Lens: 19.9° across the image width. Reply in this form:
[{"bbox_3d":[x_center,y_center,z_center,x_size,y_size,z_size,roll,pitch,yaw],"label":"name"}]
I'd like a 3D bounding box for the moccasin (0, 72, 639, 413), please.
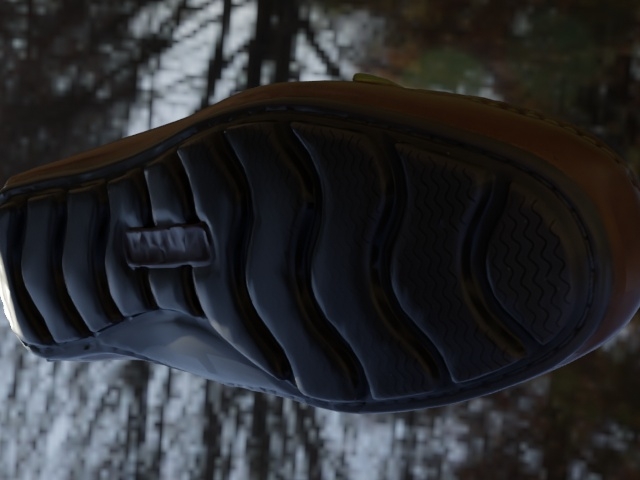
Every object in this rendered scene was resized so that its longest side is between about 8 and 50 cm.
[{"bbox_3d":[0.001,0.003,0.784,0.147,0.139,0.380,-15,-179,-35],"label":"moccasin"}]
